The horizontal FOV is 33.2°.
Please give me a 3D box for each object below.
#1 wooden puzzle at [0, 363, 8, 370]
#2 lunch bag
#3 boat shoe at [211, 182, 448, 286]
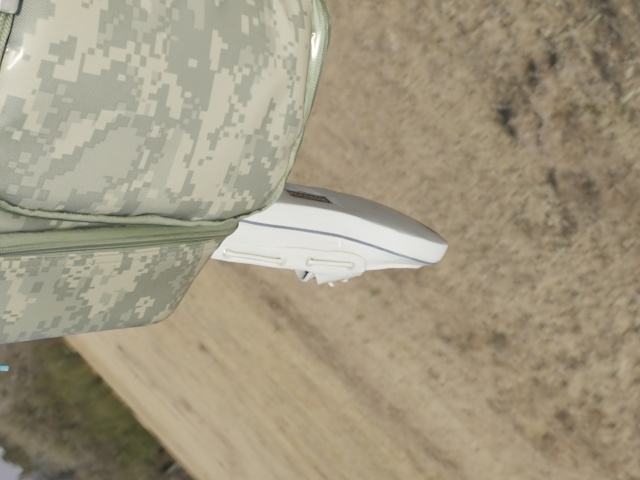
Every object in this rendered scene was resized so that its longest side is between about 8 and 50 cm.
[{"bbox_3d":[-0.392,0.133,1.131,0.079,0.014,0.116,19,-167,22],"label":"wooden puzzle"},{"bbox_3d":[-0.157,-0.090,0.627,0.212,0.256,0.305,50,-154,23],"label":"lunch bag"},{"bbox_3d":[0.000,0.000,1.037,0.258,0.084,0.095,13,-161,-23],"label":"boat shoe"}]
